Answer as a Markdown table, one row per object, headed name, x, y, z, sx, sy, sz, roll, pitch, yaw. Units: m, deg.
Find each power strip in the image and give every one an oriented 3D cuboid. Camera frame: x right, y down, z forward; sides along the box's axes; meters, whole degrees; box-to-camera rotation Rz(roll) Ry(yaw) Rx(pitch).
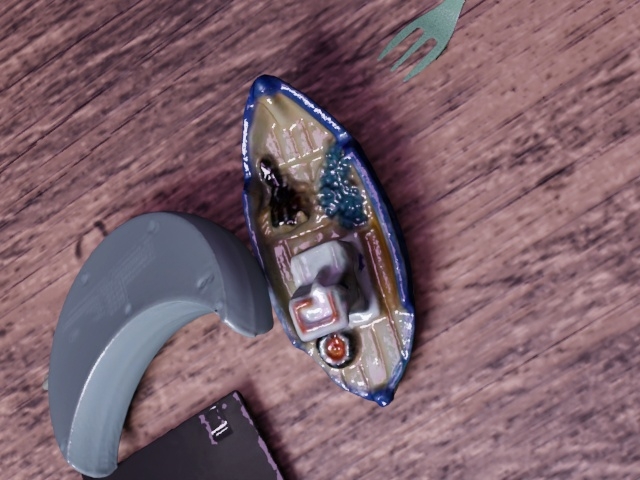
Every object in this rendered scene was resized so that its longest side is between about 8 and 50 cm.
| name | x | y | z | sx | sy | sz | roll | pitch | yaw |
| --- | --- | --- | --- | --- | --- | --- | --- | --- | --- |
| power strip | -0.143 | 0.073 | 1.073 | 0.253 | 0.054 | 0.168 | -41 | 50 | 31 |

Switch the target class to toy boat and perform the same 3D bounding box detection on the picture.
| name | x | y | z | sx | sy | sz | roll | pitch | yaw |
| --- | --- | --- | --- | --- | --- | --- | --- | --- | --- |
| toy boat | 0.000 | 0.000 | 1.025 | 0.114 | 0.115 | 0.262 | -22 | 76 | 17 |

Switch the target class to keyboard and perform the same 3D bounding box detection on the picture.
| name | x | y | z | sx | sy | sz | roll | pitch | yaw |
| --- | --- | --- | --- | --- | --- | --- | --- | --- | --- |
| keyboard | -0.172 | 0.236 | 1.109 | 0.317 | 0.027 | 0.106 | -32 | 77 | 14 |

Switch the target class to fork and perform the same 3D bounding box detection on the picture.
| name | x | y | z | sx | sy | sz | roll | pitch | yaw |
| --- | --- | --- | --- | --- | --- | --- | --- | --- | --- |
| fork | 0.131 | -0.221 | 1.054 | 0.039 | 0.021 | 0.235 | 41 | 97 | 16 |
